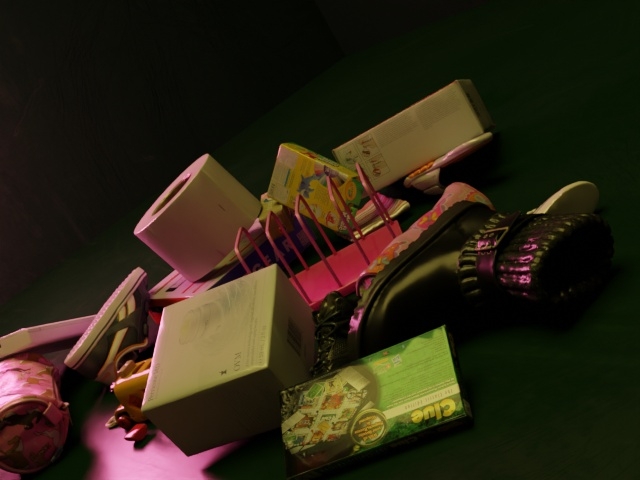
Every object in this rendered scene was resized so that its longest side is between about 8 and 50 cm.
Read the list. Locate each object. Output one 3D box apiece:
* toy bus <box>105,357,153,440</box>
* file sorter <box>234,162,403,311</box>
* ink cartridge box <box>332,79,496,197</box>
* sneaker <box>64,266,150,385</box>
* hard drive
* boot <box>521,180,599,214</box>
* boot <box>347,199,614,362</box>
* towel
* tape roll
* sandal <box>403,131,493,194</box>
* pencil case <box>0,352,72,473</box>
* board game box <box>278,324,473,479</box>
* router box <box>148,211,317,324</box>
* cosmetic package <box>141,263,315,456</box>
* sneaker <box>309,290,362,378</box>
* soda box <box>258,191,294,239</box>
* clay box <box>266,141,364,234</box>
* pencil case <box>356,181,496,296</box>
[{"bbox_3d":[-0.332,0.274,1.637,0.202,0.104,0.191,-35,17,-13],"label":"toy bus"},{"bbox_3d":[0.000,0.000,1.710,0.291,0.182,0.202,-29,17,7],"label":"file sorter"},{"bbox_3d":[0.218,-0.229,1.953,0.310,0.130,0.272,-28,1,20],"label":"ink cartridge box"},{"bbox_3d":[-0.451,0.200,1.987,0.126,0.127,0.321,-41,16,39],"label":"sneaker"},{"bbox_3d":[-0.644,0.236,2.118,0.233,0.047,0.353,-22,-8,28],"label":"hard drive"},{"bbox_3d":[0.350,-0.034,1.400,0.190,0.069,0.086,-36,20,-10],"label":"boot"},{"bbox_3d":[0.217,0.076,1.220,0.348,0.131,0.260,-50,34,-17],"label":"boot"},{"bbox_3d":[0.105,-0.052,1.919,0.144,0.029,0.197,-34,13,-7],"label":"towel"},{"bbox_3d":[-0.274,-0.050,1.970,0.246,0.169,0.246,-41,17,16],"label":"tape roll"},{"bbox_3d":[0.267,-0.138,1.802,0.102,0.076,0.265,-24,-4,-32],"label":"sandal"},{"bbox_3d":[-0.615,0.348,1.827,0.386,0.167,0.160,-162,85,-69],"label":"pencil case"},{"bbox_3d":[0.065,0.217,1.150,0.260,0.030,0.136,-24,46,20],"label":"board game box"},{"bbox_3d":[-0.219,0.067,2.065,0.335,0.082,0.301,-41,20,-31],"label":"router box"},{"bbox_3d":[-0.139,0.187,1.380,0.225,0.138,0.224,-23,36,19],"label":"cosmetic package"},{"bbox_3d":[0.014,0.163,1.302,0.227,0.130,0.087,-45,7,-36],"label":"sneaker"},{"bbox_3d":[-0.099,-0.064,1.991,0.061,0.058,0.181,-26,19,8],"label":"soda box"},{"bbox_3d":[-0.002,-0.112,1.889,0.222,0.127,0.053,27,24,24],"label":"clay box"},{"bbox_3d":[0.184,0.022,1.460,0.124,0.124,0.284,-9,27,51],"label":"pencil case"}]
